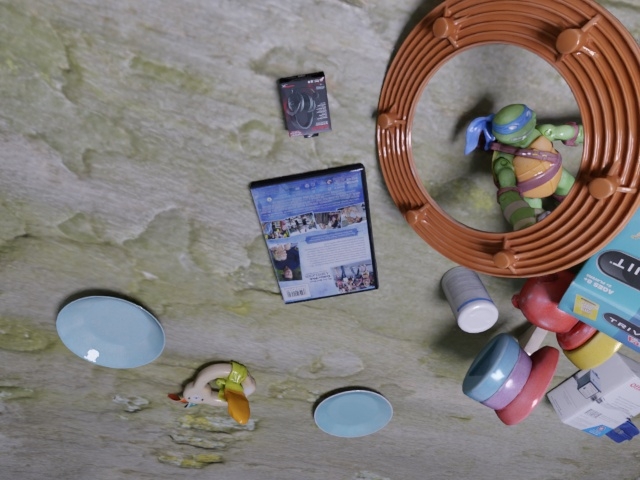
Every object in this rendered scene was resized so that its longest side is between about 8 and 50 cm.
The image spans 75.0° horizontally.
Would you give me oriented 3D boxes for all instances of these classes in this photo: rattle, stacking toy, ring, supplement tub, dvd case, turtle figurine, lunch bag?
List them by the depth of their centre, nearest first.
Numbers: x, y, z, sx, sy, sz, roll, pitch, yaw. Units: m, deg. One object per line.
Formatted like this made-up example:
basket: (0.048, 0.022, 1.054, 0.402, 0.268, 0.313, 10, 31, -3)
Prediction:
ring: (0.185, -0.110, 0.488, 0.032, 0.336, 0.337, -22, 132, -33)
turtle figurine: (0.343, -0.063, 0.562, 0.274, 0.198, 0.266, 3, 151, 37)
dvd case: (0.000, 0.000, 0.712, 0.180, 0.022, 0.253, -10, 124, 3)
stacking toy: (0.367, 0.144, 0.733, 0.130, 0.279, 0.309, 35, 125, 13)
supplement tub: (0.265, 0.104, 0.746, 0.071, 0.107, 0.071, -1, 125, -2)
rattle: (-0.236, 0.354, 0.876, 0.199, 0.143, 0.130, -21, 142, 4)
lunch bag: (0.744, 0.464, 1.046, 0.098, 0.065, 0.067, 33, 117, -22)

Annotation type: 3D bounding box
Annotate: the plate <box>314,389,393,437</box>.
plate: (0.078, 0.409, 0.997, 0.188, 0.024, 0.188, -1, 124, -2)

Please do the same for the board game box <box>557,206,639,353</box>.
board game box: (0.514, 0.018, 0.519, 0.336, 0.253, 0.079, -45, 147, -17)

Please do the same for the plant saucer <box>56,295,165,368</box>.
plant saucer: (-0.392, 0.168, 0.796, 0.194, 0.037, 0.195, -1, 124, -2)

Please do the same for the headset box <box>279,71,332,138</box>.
headset box: (-0.019, -0.184, 0.578, 0.062, 0.032, 0.083, -8, 123, 2)

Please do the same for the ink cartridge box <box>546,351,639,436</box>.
ink cartridge box: (0.654, 0.354, 0.955, 0.139, 0.082, 0.191, 26, 118, -20)
